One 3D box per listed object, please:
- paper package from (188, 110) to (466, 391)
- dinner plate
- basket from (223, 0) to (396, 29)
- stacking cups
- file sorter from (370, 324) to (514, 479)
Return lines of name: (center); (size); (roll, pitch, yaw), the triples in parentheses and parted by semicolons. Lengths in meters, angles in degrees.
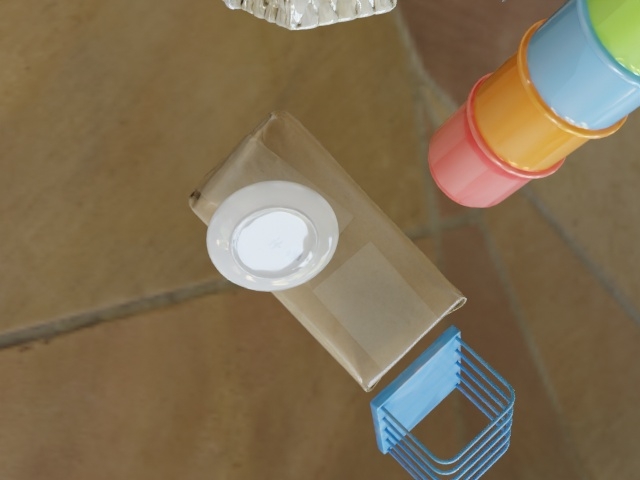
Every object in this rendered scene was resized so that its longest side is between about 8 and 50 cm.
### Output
paper package: (0.000, 0.000, 1.987); (0.168, 0.309, 0.325); (-44, 96, 2)
dinner plate: (-0.050, 0.000, 1.674); (0.141, 0.141, 0.017); (50, 16, -33)
basket: (-0.006, -0.249, 1.183); (0.113, 0.103, 0.167); (-17, 124, -30)
stacking cups: (0.165, -0.115, 0.904); (0.096, 0.316, 0.096); (11, 65, -25)
file sorter: (0.132, 0.189, 1.649); (0.118, 0.104, 0.170); (-41, 160, -12)
